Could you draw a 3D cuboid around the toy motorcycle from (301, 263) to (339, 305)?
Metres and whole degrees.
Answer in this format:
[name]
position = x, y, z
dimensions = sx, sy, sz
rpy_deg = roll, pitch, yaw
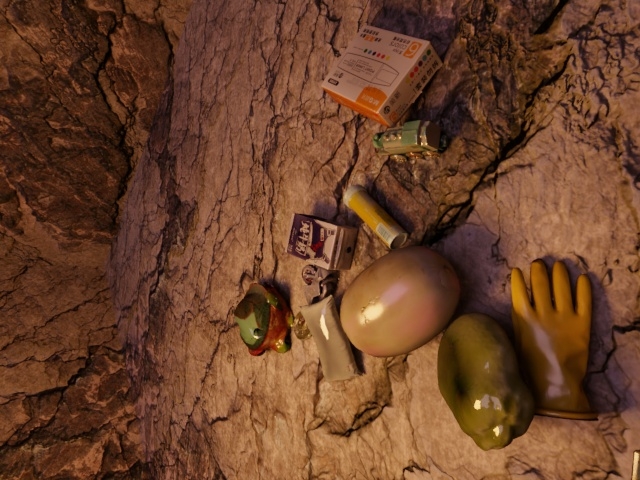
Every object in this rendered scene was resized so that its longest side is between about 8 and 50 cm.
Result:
[toy motorcycle]
position = 0.012, 0.170, 1.273
dimensions = 0.122, 0.080, 0.216
rpy_deg = -26, 79, 43

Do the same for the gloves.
[gloves]
position = 0.441, 0.176, 0.784
dimensions = 0.132, 0.116, 0.295
rpy_deg = -3, 73, 21

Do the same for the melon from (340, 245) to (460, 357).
[melon]
position = 0.179, 0.148, 0.968
dimensions = 0.317, 0.222, 0.223
rpy_deg = -44, 56, 35

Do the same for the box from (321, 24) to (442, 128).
[box]
position = 0.157, -0.448, 1.115
dimensions = 0.221, 0.091, 0.274
rpy_deg = -55, 48, 6

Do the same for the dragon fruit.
[dragon fruit]
position = -0.212, 0.281, 1.480
dimensions = 0.295, 0.130, 0.269
rpy_deg = 48, 116, 40

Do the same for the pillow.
[pillow]
position = 0.022, 0.290, 1.202
dimensions = 0.144, 0.078, 0.254
rpy_deg = -19, 92, 45

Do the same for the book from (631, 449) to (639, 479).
[book]
position = 0.575, 0.474, 0.641
dimensions = 0.160, 0.024, 0.229
rpy_deg = 6, 91, 51

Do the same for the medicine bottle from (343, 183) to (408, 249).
[medicine bottle]
position = 0.150, -0.065, 1.139
dimensions = 0.218, 0.073, 0.074
rpy_deg = 51, 123, 36

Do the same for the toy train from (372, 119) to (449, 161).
[toy train]
position = 0.219, -0.251, 1.038
dimensions = 0.193, 0.125, 0.081
rpy_deg = 6, 88, 48

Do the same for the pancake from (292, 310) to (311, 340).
[pancake]
position = -0.058, 0.287, 1.381
dimensions = 0.108, 0.017, 0.108
rpy_deg = -13, 73, 48

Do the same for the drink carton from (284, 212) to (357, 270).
[drink carton]
position = 0.000, 0.001, 1.282
dimensions = 0.222, 0.101, 0.134
rpy_deg = 19, 98, 46

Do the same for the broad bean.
[broad bean]
position = 0.313, 0.267, 0.815
dimensions = 0.291, 0.118, 0.239
rpy_deg = -95, 9, -76
